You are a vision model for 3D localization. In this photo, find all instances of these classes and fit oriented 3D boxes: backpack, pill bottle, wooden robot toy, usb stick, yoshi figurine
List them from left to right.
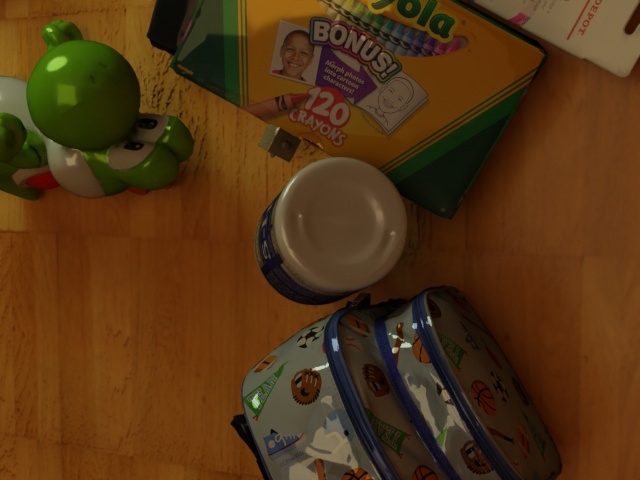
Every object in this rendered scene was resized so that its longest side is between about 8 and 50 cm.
[{"bbox_3d":[-0.308,-0.143,1.044,0.362,0.203,0.203,8,91,24],"label":"yoshi figurine"},{"bbox_3d":[-0.111,-0.318,1.006,0.077,0.045,0.278,26,106,31],"label":"usb stick"},{"bbox_3d":[-0.022,-0.166,0.972,0.079,0.076,0.173,32,112,60],"label":"wooden robot toy"},{"bbox_3d":[0.000,0.000,0.887,0.112,0.187,0.112,2,80,-12],"label":"pill bottle"},{"bbox_3d":[0.064,0.165,0.827,0.213,0.263,0.276,-41,74,24],"label":"backpack"}]

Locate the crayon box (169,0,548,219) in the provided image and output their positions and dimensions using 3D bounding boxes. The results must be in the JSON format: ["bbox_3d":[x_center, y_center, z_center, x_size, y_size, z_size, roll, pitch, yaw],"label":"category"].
[{"bbox_3d":[0.033,-0.160,0.865,0.278,0.081,0.165,28,109,-1],"label":"crayon box"}]

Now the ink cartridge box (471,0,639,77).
[{"bbox_3d":[0.208,-0.218,0.834,0.181,0.061,0.104,35,109,22],"label":"ink cartridge box"}]
